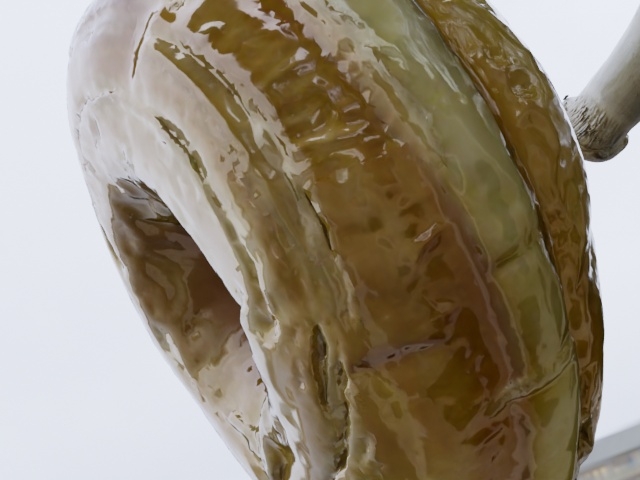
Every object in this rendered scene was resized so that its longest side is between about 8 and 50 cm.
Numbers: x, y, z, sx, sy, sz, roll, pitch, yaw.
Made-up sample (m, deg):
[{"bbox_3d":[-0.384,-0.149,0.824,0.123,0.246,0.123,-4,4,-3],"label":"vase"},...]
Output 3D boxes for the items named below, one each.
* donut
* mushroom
[{"bbox_3d":[0.000,0.000,0.792,0.198,0.449,0.449,-28,-18,-21],"label":"donut"},{"bbox_3d":[0.288,-0.166,1.166,0.084,0.071,0.209,-6,-48,-47],"label":"mushroom"}]
